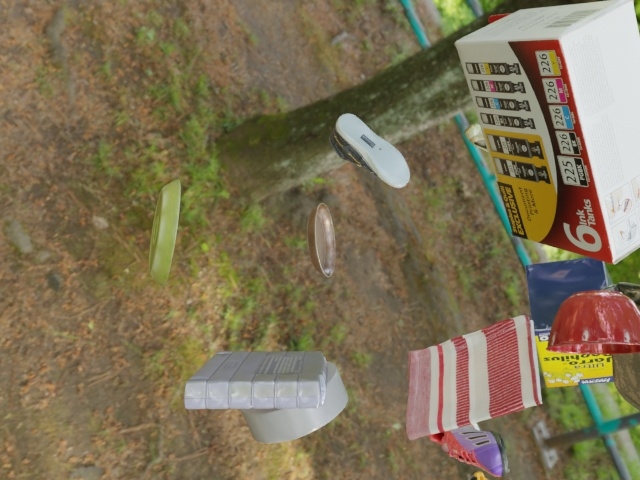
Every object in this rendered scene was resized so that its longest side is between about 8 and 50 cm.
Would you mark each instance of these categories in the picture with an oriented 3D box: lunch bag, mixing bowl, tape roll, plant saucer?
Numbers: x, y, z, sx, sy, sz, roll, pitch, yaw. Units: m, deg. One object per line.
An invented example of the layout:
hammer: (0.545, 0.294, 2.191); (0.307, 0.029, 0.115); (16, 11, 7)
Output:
lunch bag: (0.684, 0.230, 1.581); (0.287, 0.169, 0.235); (-132, -161, -65)
mixing bowl: (0.483, 0.142, 1.363); (0.181, 0.181, 0.098); (17, 69, -51)
tape roll: (-0.055, 0.336, 1.645); (0.219, 0.219, 0.072); (-40, 111, -59)
plant saucer: (0.000, 0.000, 1.770); (0.168, 0.029, 0.168); (-6, 90, -75)
plant saucer: (-0.347, -0.018, 1.727); (0.037, 0.241, 0.241); (9, 53, -16)

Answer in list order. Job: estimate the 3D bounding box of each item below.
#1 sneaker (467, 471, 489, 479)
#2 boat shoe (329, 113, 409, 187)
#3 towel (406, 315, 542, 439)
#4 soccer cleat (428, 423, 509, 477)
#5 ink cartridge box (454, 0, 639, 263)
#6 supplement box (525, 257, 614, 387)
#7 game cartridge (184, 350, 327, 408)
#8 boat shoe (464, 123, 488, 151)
sneaker: (0.365, 0.517, 1.488); (0.084, 0.215, 0.083); (-29, 136, -61)
boat shoe: (0.096, -0.166, 1.537); (0.183, 0.083, 0.065); (46, 68, 3)
towel: (0.341, 0.313, 1.801); (0.037, 0.329, 0.237); (44, 36, -34)
soccer cleat: (0.362, 0.507, 1.918); (0.318, 0.116, 0.108); (-168, -106, -80)
ink cartridge box: (0.313, -0.153, 1.083); (0.130, 0.272, 0.309); (-29, 112, -19)
supplement box: (0.658, 0.221, 2.044); (0.356, 0.194, 0.195); (58, 29, -52)
game cartridge: (-0.103, 0.252, 1.430); (0.355, 0.230, 0.068); (2, 92, -89)
boat shoe: (0.400, -0.227, 1.831); (0.153, 0.056, 0.048); (17, 45, -38)
